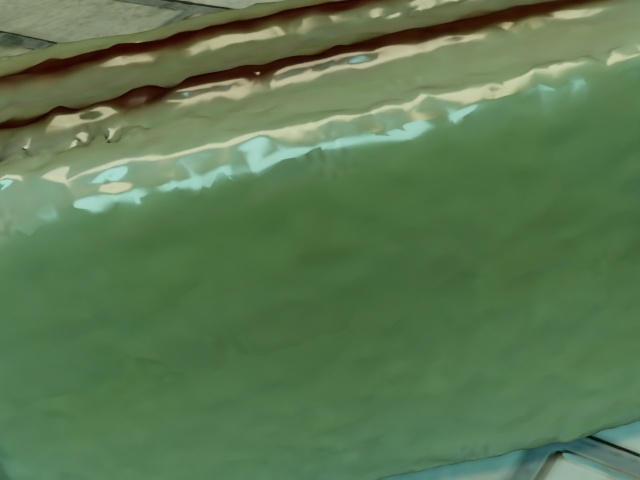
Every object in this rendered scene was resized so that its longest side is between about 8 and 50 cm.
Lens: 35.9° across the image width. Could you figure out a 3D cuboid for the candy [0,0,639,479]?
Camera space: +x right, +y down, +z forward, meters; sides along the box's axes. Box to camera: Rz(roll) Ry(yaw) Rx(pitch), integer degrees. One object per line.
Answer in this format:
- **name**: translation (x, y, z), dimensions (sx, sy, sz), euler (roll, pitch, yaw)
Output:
- **candy**: translation (0.000, 0.000, 0.406), dimensions (0.321, 0.179, 0.135), euler (-11, 35, 0)
